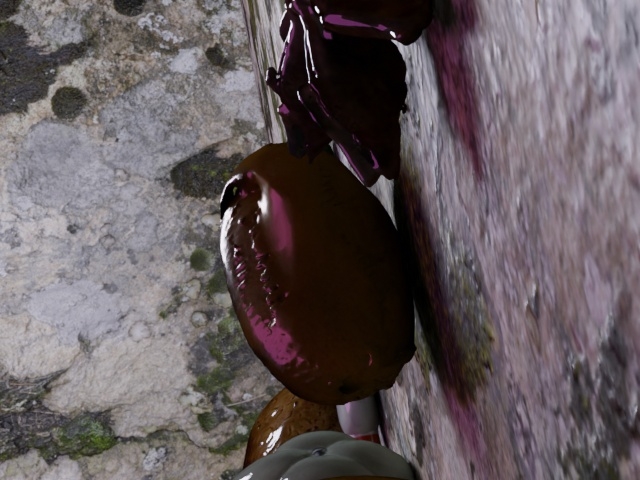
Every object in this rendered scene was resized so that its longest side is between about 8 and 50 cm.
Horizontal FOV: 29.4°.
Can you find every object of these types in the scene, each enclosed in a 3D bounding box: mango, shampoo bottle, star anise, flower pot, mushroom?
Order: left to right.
[{"bbox_3d":[-0.020,0.349,1.751,0.345,0.239,0.345,-13,76,63],"label":"mushroom"},{"bbox_3d":[0.000,0.024,1.008,0.156,0.151,0.249,98,156,-45],"label":"mango"},{"bbox_3d":[0.013,0.322,1.275,0.246,0.195,0.246,169,90,-87],"label":"flower pot"},{"bbox_3d":[0.010,-0.166,0.769,0.288,0.088,0.288,177,90,-73],"label":"star anise"},{"bbox_3d":[0.042,0.192,1.538,0.108,0.051,0.221,100,159,-73],"label":"shampoo bottle"}]

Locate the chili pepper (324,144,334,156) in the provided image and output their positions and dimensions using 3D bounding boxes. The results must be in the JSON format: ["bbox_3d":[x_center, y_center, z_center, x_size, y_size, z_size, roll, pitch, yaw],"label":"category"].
[{"bbox_3d":[0.000,0.000,1.448,0.099,0.083,0.254,56,-155,-76],"label":"chili pepper"}]

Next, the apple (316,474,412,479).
[{"bbox_3d":[0.024,0.231,0.563,0.264,0.264,0.264,169,90,-86],"label":"apple"}]
